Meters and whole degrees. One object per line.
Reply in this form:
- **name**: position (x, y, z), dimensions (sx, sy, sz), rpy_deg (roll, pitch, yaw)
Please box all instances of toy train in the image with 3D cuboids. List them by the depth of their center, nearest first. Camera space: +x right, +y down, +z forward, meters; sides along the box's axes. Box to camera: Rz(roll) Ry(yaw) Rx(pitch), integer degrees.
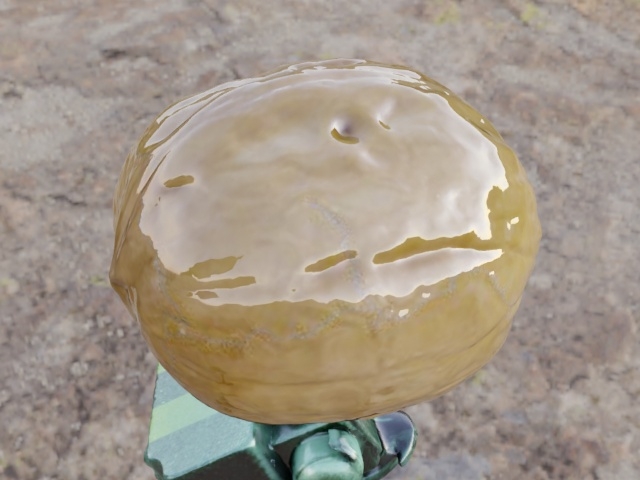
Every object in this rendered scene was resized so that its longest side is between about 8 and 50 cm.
- **toy train**: position (-0.045, 0.143, 0.972), dimensions (0.238, 0.167, 0.299), rpy_deg (-26, 29, 10)

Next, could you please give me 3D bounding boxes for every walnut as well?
- **walnut**: position (0.000, 0.000, 0.529), dimensions (0.221, 0.195, 0.195), rpy_deg (-11, 37, -22)
